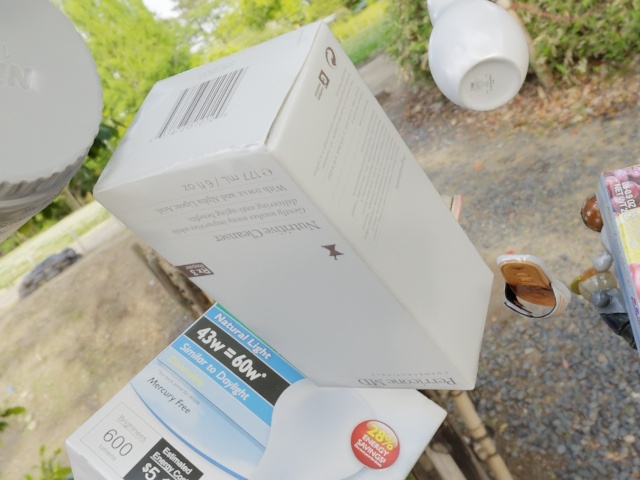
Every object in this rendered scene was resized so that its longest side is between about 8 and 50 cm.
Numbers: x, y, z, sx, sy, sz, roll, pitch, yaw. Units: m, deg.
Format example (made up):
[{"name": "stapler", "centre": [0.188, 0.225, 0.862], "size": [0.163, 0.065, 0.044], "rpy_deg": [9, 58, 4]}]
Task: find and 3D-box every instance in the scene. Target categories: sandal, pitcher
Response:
[{"name": "sandal", "centre": [0.361, 0.095, 1.163], "size": [0.102, 0.265, 0.076], "rpy_deg": [-1, 70, 33]}, {"name": "pitcher", "centre": [0.211, -0.253, 0.922], "size": [0.125, 0.178, 0.207], "rpy_deg": [-14, 47, 9]}]

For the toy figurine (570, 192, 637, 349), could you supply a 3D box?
[{"name": "toy figurine", "centre": [0.421, 0.009, 0.815], "size": [0.209, 0.213, 0.148], "rpy_deg": [-23, 43, -2]}]

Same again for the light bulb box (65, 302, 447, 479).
[{"name": "light bulb box", "centre": [-0.083, 0.297, 0.925], "size": [0.361, 0.358, 0.225], "rpy_deg": [-45, -16, -37]}]

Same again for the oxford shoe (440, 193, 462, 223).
[{"name": "oxford shoe", "centre": [0.176, 0.009, 1.391], "size": [0.397, 0.146, 0.140], "rpy_deg": [119, 169, -62]}]

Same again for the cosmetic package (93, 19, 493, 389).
[{"name": "cosmetic package", "centre": [0.000, 0.000, 0.672], "size": [0.217, 0.385, 0.156], "rpy_deg": [-9, 47, 36]}]

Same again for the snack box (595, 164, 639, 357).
[{"name": "snack box", "centre": [0.364, 0.006, 0.566], "size": [0.207, 0.174, 0.070], "rpy_deg": [-13, -17, 12]}]

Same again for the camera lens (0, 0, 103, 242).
[{"name": "camera lens", "centre": [-0.350, -0.092, 0.598], "size": [0.274, 0.219, 0.219], "rpy_deg": [-25, 17, 41]}]
